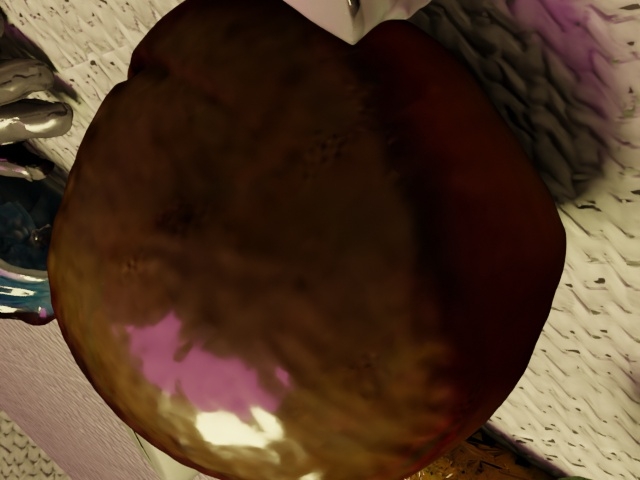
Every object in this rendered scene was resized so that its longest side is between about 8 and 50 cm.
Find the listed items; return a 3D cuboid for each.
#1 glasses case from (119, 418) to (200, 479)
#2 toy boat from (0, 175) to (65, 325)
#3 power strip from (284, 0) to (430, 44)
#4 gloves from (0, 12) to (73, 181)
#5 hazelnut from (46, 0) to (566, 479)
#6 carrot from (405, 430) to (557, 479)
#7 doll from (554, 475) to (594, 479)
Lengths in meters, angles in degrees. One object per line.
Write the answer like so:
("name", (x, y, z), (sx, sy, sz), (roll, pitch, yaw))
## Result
("glasses case", (-0.114, 0.126, 1.376), (0.059, 0.092, 0.233), (38, 161, 24))
("toy boat", (-0.276, -0.050, 1.290), (0.309, 0.129, 0.142), (35, 133, 25))
("power strip", (0.018, -0.153, 0.368), (0.037, 0.109, 0.279), (37, 162, 25))
("gloves", (-0.278, -0.140, 1.115), (0.285, 0.119, 0.142), (39, -166, 3))
("hazelnut", (0.000, 0.000, 0.686), (0.208, 0.208, 0.208), (39, 163, 15))
("carrot", (0.108, 0.156, 0.999), (0.228, 0.069, 0.069), (30, 159, 35))
("doll", (0.201, 0.226, 0.714), (0.322, 0.186, 0.198), (-116, 29, -50))
